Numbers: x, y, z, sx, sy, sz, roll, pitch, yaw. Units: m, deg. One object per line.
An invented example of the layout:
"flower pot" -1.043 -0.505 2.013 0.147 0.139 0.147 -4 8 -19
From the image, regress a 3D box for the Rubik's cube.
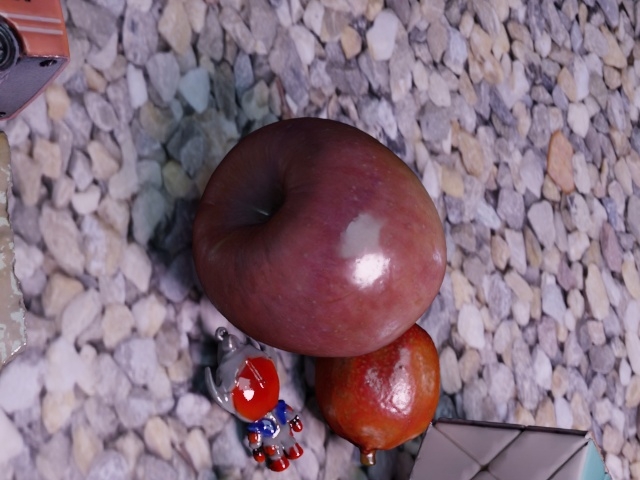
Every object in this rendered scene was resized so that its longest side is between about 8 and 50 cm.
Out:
"Rubik's cube" 0.235 0.376 1.481 0.224 0.221 0.231 60 43 -40

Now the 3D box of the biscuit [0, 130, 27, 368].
"biscuit" -0.391 0.015 1.301 0.141 0.038 0.290 2 76 -35

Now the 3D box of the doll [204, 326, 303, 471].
"doll" -0.079 0.189 1.466 0.104 0.062 0.195 -31 104 -20

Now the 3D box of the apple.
"apple" 0.000 0.000 1.426 0.235 0.306 0.306 37 57 -41

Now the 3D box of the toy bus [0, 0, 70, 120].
"toy bus" -0.485 -0.238 1.208 0.427 0.203 0.233 0 72 -37

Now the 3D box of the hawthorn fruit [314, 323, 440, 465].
"hawthorn fruit" 0.076 0.188 1.517 0.169 0.169 0.188 8 71 -34
